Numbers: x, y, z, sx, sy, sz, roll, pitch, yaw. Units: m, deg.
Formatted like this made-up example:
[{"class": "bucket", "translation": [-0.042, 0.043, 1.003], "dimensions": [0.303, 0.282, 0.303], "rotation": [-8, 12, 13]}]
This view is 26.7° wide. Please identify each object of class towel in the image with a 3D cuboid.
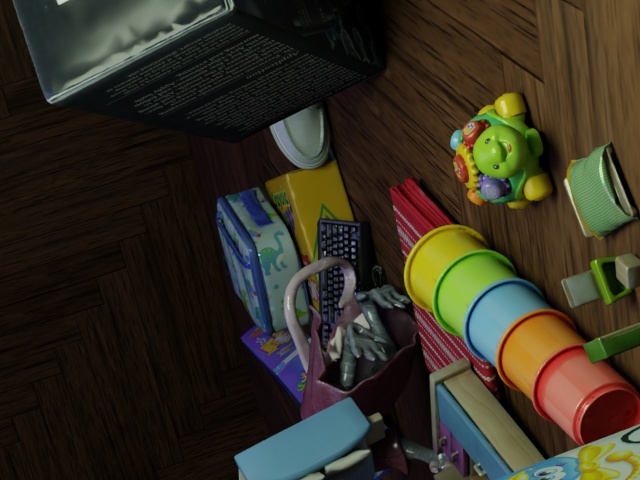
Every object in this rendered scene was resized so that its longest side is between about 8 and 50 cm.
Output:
[{"class": "towel", "translation": [0.147, 0.083, 1.492], "dimensions": [0.199, 0.031, 0.275], "rotation": [-127, 20, -55]}]

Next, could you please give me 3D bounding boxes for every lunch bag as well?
[{"class": "lunch bag", "translation": [-0.090, 0.025, 2.019], "dimensions": [0.219, 0.090, 0.176], "rotation": [-126, 23, -59]}]

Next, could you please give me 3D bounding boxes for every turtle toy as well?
[{"class": "turtle toy", "translation": [0.148, -0.071, 1.128], "dimensions": [0.130, 0.066, 0.095], "rotation": [146, 106, -79]}]

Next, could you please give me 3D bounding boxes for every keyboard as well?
[{"class": "keyboard", "translation": [0.042, 0.062, 1.832], "dimensions": [0.023, 0.108, 0.180], "rotation": [-23, -66, -59]}]

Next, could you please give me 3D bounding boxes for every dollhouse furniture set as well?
[{"class": "dollhouse furniture set", "translation": [0.079, 0.322, 1.420], "dimensions": [0.198, 0.303, 0.286], "rotation": [53, 160, 41]}, {"class": "dollhouse furniture set", "translation": [0.203, 0.010, 1.002], "dimensions": [0.076, 0.058, 0.152], "rotation": [125, 127, -76]}]

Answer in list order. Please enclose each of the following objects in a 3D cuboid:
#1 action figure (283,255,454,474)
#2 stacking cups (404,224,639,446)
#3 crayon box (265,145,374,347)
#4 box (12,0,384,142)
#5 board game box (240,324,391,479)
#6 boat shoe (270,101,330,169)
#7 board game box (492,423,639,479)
[{"class": "action figure", "translation": [0.010, 0.250, 1.743], "dimensions": [0.275, 0.248, 0.370], "rotation": [37, 128, 36]}, {"class": "stacking cups", "translation": [0.170, 0.082, 1.190], "dimensions": [0.316, 0.096, 0.096], "rotation": [-130, 24, -63]}, {"class": "crayon box", "translation": [0.000, 0.000, 1.971], "dimensions": [0.202, 0.081, 0.319], "rotation": [170, 82, -80]}, {"class": "box", "translation": [-0.134, -0.287, 1.383], "dimensions": [0.395, 0.212, 0.294], "rotation": [3, -115, -68]}, {"class": "board game box", "translation": [-0.003, 0.246, 2.176], "dimensions": [0.233, 0.078, 0.347], "rotation": [51, 173, -12]}, {"class": "boat shoe", "translation": [-0.039, -0.208, 1.826], "dimensions": [0.081, 0.079, 0.228], "rotation": [178, 78, -84]}, {"class": "board game box", "translation": [0.191, 0.204, 0.792], "dimensions": [0.142, 0.275, 0.144], "rotation": [-153, 45, -75]}]
